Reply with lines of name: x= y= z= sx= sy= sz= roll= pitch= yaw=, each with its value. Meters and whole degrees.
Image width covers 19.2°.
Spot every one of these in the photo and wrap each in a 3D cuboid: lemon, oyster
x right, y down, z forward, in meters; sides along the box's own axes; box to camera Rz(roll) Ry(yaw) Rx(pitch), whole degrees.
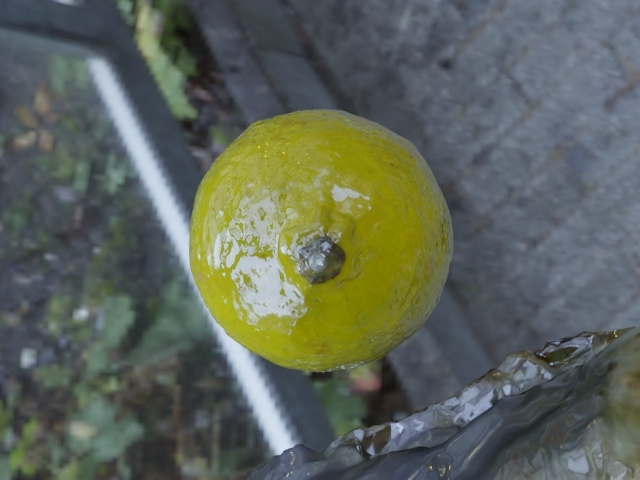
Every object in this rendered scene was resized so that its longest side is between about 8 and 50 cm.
lemon: x=0.000 y=0.000 z=0.769 sx=0.109 sy=0.133 sz=0.109 roll=0 pitch=93 yaw=3
oyster: x=0.039 y=0.121 z=0.650 sx=0.341 sy=0.110 sz=0.166 roll=-30 pitch=33 yaw=33
